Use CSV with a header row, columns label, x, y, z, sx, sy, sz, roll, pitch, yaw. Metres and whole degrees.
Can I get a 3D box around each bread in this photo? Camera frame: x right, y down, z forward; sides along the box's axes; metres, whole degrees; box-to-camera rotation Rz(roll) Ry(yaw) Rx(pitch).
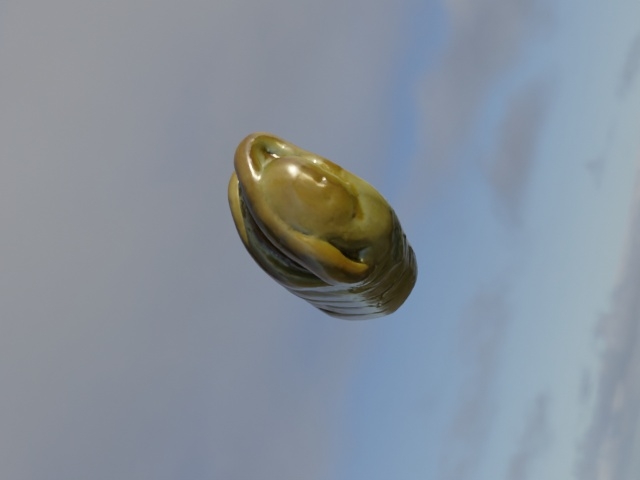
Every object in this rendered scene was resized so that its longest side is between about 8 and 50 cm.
label,x,y,z,sx,sy,sz,roll,pitch,yaw
bread,0.000,0.000,0.387,0.033,0.049,0.088,-53,-13,-4
